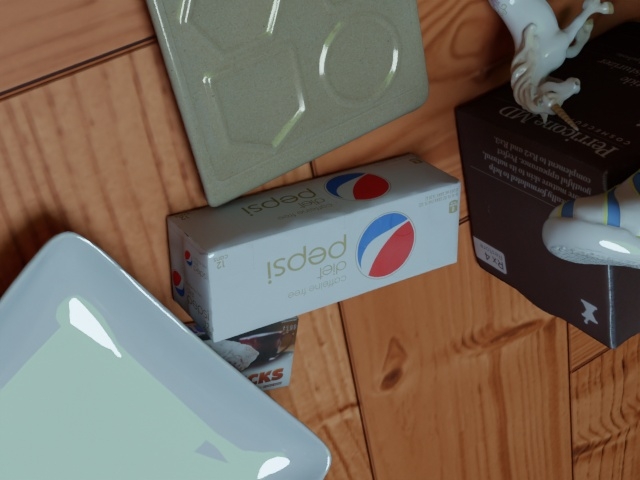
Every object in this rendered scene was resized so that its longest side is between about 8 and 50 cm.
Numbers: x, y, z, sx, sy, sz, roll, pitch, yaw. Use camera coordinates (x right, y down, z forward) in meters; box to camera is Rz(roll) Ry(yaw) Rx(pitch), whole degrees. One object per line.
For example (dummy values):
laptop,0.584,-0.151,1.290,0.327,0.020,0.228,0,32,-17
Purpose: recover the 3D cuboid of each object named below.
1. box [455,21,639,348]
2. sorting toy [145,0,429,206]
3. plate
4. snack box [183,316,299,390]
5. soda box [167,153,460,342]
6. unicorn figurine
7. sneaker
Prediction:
box,0.249,-0.054,0.796,0.203,0.168,0.167,-28,126,-21
sorting toy,-0.018,-0.144,0.654,0.193,0.038,0.208,-28,131,-21
plate,-0.159,0.178,0.636,0.277,0.045,0.278,45,72,-27
snack box,-0.100,0.094,0.726,0.178,0.022,0.064,-7,118,-33
soda box,0.000,0.000,0.717,0.216,0.069,0.073,-17,122,-28
unicorn figurine,0.170,-0.164,0.737,0.111,0.060,0.162,-35,85,-19
sneaker,0.244,-0.046,0.648,0.240,0.091,0.126,-1,92,-33
